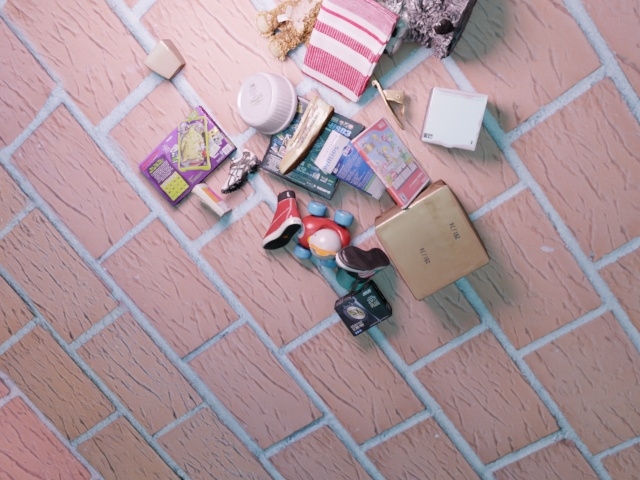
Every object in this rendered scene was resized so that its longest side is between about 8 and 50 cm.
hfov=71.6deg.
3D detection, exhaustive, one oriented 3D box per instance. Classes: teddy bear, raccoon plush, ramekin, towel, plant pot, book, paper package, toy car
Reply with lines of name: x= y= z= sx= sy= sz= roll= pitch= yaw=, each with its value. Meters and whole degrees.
teddy bear: x=-0.062 y=-0.754 z=1.486 sx=0.245 sy=0.113 sz=0.338 roll=47 pitch=114 yaw=0
raccoon plush: x=0.340 y=-0.782 z=1.408 sx=0.299 sy=0.216 sz=0.447 roll=29 pitch=81 yaw=12
ramekin: x=-0.192 y=-0.475 z=1.525 sx=0.207 sy=0.109 sz=0.207 roll=1 pitch=91 yaw=34
towel: x=0.080 y=-0.623 z=1.423 sx=0.237 sy=0.037 sz=0.329 roll=30 pitch=141 yaw=0
plant pot: x=-0.546 y=-0.639 z=1.581 sx=0.096 sy=0.109 sz=0.109 roll=41 pitch=107 yaw=-17
book: x=-0.410 y=-0.158 z=1.696 sx=0.144 sy=0.096 sz=0.035 roll=43 pitch=106 yaw=-4
paper package: x=0.392 y=-0.003 z=1.587 sx=0.309 sy=0.168 sz=0.325 roll=-31 pitch=98 yaw=14
toy car: x=0.000 y=0.000 z=1.606 sx=0.210 sy=0.238 sz=0.219 roll=19 pitch=107 yaw=3

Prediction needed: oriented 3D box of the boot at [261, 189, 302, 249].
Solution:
boot: x=-0.158 y=-0.081 z=1.696 sx=0.244 sy=0.088 sz=0.176 roll=-40 pitch=53 yaw=44

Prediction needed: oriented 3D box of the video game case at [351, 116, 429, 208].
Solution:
video game case: x=0.247 y=-0.271 z=1.526 sx=0.285 sy=0.204 sz=0.025 roll=51 pitch=141 yaw=-7

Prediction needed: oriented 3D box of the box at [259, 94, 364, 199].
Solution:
box: x=-0.033 y=-0.338 z=1.603 sx=0.295 sy=0.073 sz=0.294 roll=24 pitch=105 yaw=0

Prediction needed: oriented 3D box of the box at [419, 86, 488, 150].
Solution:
box: x=0.443 y=-0.408 z=1.491 sx=0.180 sy=0.119 sz=0.182 roll=11 pitch=107 yaw=4

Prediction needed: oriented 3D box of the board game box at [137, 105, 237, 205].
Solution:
board game box: x=-0.510 y=-0.317 z=1.692 sx=0.346 sy=0.056 sz=0.208 roll=-38 pitch=101 yaw=16

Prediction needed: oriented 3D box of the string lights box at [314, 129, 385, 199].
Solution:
string lights box: x=0.125 y=-0.260 z=1.542 sx=0.259 sy=0.077 sz=0.133 roll=24 pitch=105 yaw=-27

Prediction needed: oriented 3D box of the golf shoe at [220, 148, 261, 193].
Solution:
golf shoe: x=-0.314 y=-0.258 z=1.674 sx=0.198 sy=0.077 sz=0.094 roll=-42 pitch=82 yaw=12

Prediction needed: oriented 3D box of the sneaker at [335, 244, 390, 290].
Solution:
sneaker: x=0.111 y=0.105 z=1.620 sx=0.178 sy=0.295 sz=0.124 roll=-43 pitch=63 yaw=28

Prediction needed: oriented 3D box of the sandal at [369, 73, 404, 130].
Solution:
sandal: x=0.246 y=-0.498 z=1.510 sx=0.079 sy=0.088 sz=0.240 roll=-33 pitch=94 yaw=21

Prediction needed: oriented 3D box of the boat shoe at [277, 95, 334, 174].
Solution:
boat shoe: x=-0.064 y=-0.355 z=1.522 sx=0.089 sy=0.104 sz=0.285 roll=37 pitch=96 yaw=2

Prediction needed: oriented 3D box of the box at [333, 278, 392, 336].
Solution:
box: x=0.167 y=0.265 z=1.739 sx=0.180 sy=0.077 sz=0.147 roll=-32 pitch=98 yaw=15
